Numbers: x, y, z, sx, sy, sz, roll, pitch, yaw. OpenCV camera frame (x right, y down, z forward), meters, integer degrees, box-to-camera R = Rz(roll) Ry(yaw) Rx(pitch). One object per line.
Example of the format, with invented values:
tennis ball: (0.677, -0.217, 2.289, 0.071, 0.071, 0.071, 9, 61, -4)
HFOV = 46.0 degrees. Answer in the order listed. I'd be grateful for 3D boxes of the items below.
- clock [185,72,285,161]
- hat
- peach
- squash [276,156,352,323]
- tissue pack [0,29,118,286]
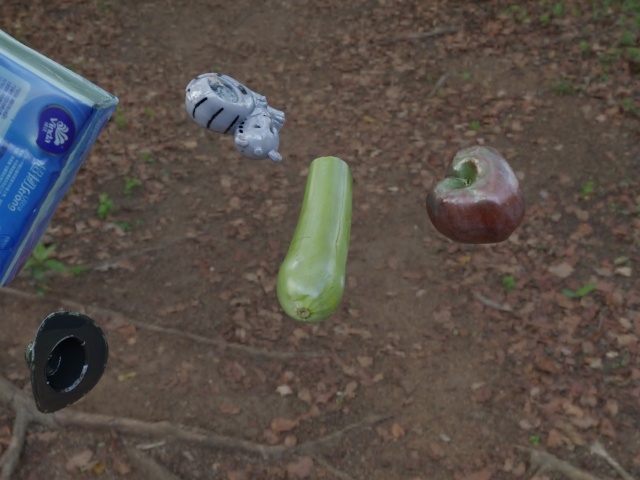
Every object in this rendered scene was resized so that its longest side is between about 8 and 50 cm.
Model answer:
clock: (-0.138, -0.194, 1.211, 0.176, 0.080, 0.117, 26, 33, -24)
hat: (-0.283, 0.126, 0.804, 0.050, 0.121, 0.121, 10, 35, 24)
peach: (0.241, -0.060, 1.171, 0.152, 0.152, 0.152, -1, 33, 0)
squash: (0.000, 0.000, 0.935, 0.083, 0.083, 0.250, 4, 46, 8)
tissue pack: (-0.395, -0.101, 0.883, 0.198, 0.263, 0.146, 31, 9, -9)
